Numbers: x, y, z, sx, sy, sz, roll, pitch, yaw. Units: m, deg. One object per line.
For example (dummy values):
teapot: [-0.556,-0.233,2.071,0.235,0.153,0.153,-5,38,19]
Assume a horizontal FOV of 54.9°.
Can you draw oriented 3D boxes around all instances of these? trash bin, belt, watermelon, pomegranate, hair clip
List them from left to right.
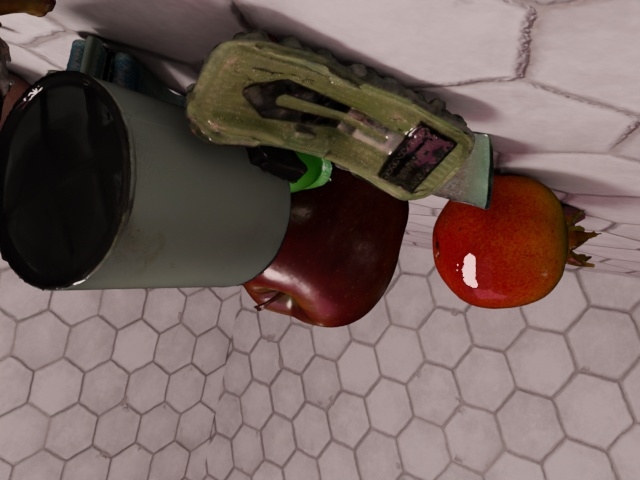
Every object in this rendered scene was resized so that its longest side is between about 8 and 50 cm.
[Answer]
belt: [-0.232,-0.190,0.832,0.087,0.072,0.302,15,180,12]
trash bin: [-0.193,-0.052,0.706,0.277,0.217,0.262,-35,160,24]
hair clip: [0.015,-0.139,0.664,0.321,0.138,0.091,14,-142,-32]
watermelon: [0.128,-0.115,0.880,0.241,0.095,0.154,12,-173,11]
pomegranate: [0.310,0.003,0.994,0.256,0.221,0.221,4,176,9]

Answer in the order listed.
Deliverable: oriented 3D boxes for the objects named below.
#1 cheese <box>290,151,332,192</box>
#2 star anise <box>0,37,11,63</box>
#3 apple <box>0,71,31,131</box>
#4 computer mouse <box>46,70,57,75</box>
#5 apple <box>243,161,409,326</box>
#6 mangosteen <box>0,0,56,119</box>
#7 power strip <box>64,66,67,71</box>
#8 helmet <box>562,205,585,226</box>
cheese: [-0.051,-0.138,0.853,0.204,0.083,0.320,37,151,-29]
star anise: [-0.441,-0.251,0.728,0.140,0.042,0.141,14,179,0]
apple: [-0.573,-0.166,0.993,0.305,0.235,0.306,10,180,0]
computer mouse: [-0.372,-0.229,0.958,0.055,0.032,0.110,10,176,40]
apple: [0.000,0.000,1.069,0.288,0.317,0.288,31,155,16]
mangosteen: [-0.362,-0.177,0.538,0.261,0.236,0.235,-30,-175,-11]
power strip: [-0.300,-0.215,0.934,0.081,0.035,0.192,10,176,22]
helmet: [0.369,-0.008,1.196,0.253,0.154,0.198,18,174,-21]
